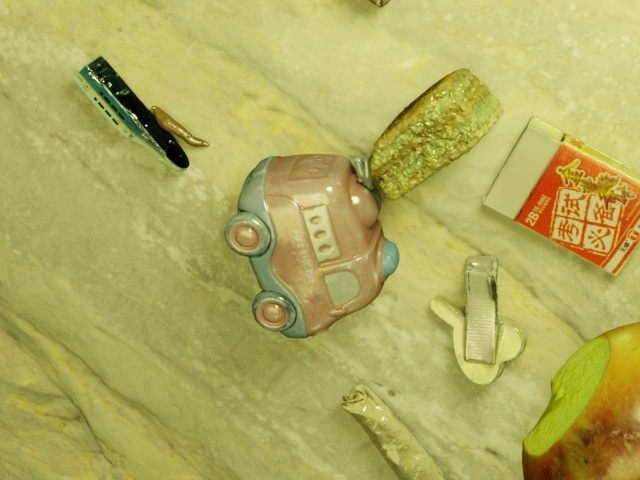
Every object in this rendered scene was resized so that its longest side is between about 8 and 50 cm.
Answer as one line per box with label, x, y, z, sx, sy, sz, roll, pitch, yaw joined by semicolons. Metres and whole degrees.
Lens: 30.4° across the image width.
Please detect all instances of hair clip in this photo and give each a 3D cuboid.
hair clip;0.249;0.129;1.888;0.159;0.071;0.218;8;116;26

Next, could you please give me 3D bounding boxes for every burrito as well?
burrito;0.132;0.366;2.089;0.082;0.059;0.275;-34;102;28

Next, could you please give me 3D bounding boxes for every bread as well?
bread;0.159;-0.156;1.715;0.196;0.138;0.102;-36;96;36

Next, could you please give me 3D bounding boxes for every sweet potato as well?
sweet potato;-0.235;-0.182;1.942;0.115;0.026;0.026;37;127;-2

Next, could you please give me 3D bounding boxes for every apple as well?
apple;0.479;0.291;1.719;0.384;0.374;0.374;-19;110;26

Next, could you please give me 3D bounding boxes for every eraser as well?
eraser;0.374;-0.064;1.734;0.230;0.038;0.157;29;127;4

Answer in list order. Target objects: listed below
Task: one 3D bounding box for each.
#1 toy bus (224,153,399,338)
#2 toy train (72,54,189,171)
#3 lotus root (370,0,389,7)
toy bus;0.000;0.000;1.853;0.232;0.197;0.294;-11;113;17
toy train;-0.309;-0.199;1.948;0.051;0.052;0.234;-33;103;38
lotus root;0.048;-0.469;1.614;0.170;0.074;0.260;22;127;11
